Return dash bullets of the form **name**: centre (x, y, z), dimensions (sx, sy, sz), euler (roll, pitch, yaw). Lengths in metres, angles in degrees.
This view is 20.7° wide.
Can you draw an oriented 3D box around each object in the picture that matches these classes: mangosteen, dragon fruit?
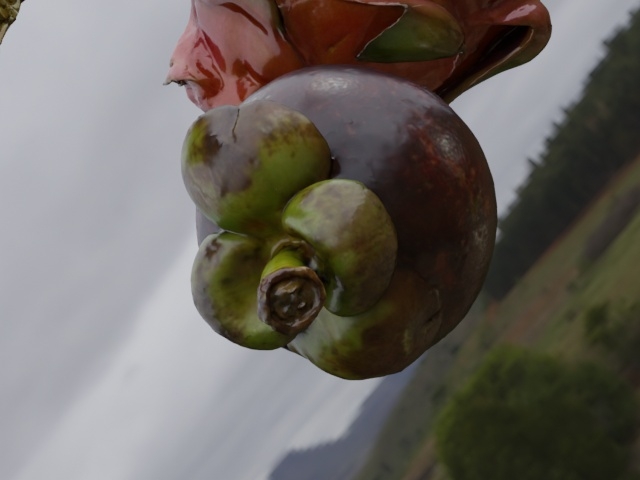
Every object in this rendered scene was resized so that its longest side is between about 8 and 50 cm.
- **mangosteen**: centre (-0.002, 0.003, 0.829), dimensions (0.181, 0.156, 0.146), euler (-54, -1, -40)
- **dragon fruit**: centre (0.022, -0.158, 1.047), dimensions (0.227, 0.224, 0.224), euler (-45, -2, 32)

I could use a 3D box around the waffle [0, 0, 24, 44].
- **waffle**: centre (-0.245, -0.150, 0.825), dimensions (0.060, 0.307, 0.312), euler (-40, -9, 24)
